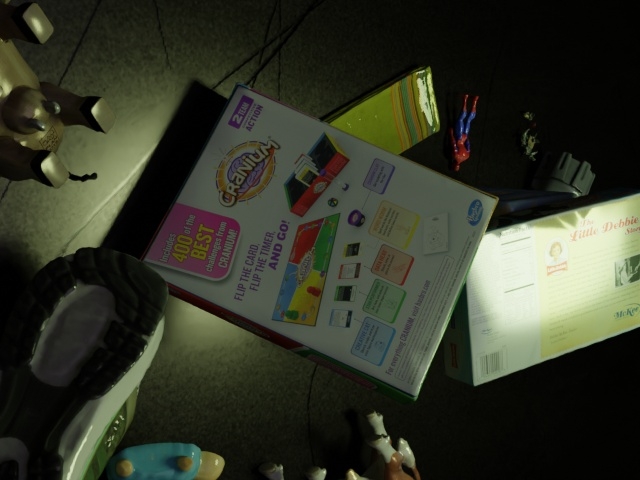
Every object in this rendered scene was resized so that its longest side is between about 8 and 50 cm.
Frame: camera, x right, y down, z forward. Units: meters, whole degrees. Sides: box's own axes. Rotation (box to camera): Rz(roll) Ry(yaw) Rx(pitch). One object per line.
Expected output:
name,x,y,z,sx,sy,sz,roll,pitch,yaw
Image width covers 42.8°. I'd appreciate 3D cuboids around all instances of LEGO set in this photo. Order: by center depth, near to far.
LEGO set,0.349,-0.176,1.382,0.054,0.023,0.083,27,64,-46

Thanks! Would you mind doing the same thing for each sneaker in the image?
sneaker,-0.255,0.214,0.730,0.182,0.158,0.410,93,23,-59

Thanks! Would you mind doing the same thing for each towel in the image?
towel,0.084,-0.155,1.119,0.237,0.021,0.102,-35,118,-36

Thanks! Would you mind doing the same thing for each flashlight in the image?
flashlight,0.378,-0.001,1.374,0.103,0.103,0.304,44,66,-38

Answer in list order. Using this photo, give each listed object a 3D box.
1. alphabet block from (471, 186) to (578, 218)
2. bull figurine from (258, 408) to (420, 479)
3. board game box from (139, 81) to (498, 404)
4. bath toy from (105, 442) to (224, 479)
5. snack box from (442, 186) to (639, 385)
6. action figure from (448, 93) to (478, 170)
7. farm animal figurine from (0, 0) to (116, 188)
alphabet block,0.241,0.028,1.180,0.192,0.193,0.197,-7,101,-42
bull figurine,0.016,0.360,1.069,0.310,0.101,0.188,-21,109,-41
board game box,0.000,0.000,0.884,0.064,0.317,0.242,105,11,-73
bath toy,-0.157,0.383,0.795,0.151,0.129,0.348,9,57,-15
snack box,0.296,0.050,1.048,0.322,0.060,0.187,-12,104,-28
action figure,0.214,-0.163,1.241,0.038,0.030,0.115,0,101,-39
farm animal figurine,-0.289,-0.182,0.659,0.330,0.172,0.326,-46,138,-40
